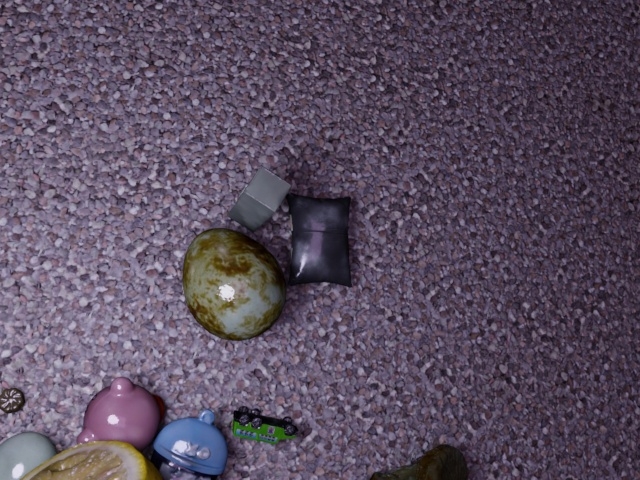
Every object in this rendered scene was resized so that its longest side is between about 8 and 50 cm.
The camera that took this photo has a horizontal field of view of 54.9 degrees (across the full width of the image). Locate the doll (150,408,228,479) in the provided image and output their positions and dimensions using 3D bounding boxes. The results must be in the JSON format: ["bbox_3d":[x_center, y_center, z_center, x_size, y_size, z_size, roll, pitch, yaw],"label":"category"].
[{"bbox_3d":[-0.318,0.538,1.413,0.177,0.141,0.314,24,80,-16],"label":"doll"}]

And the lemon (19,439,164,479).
[{"bbox_3d":[-0.438,0.605,1.206,0.364,0.364,0.364,3,79,-14],"label":"lemon"}]

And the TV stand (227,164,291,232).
[{"bbox_3d":[-0.156,-0.096,1.508,0.088,0.269,0.083,33,72,-10],"label":"TV stand"}]

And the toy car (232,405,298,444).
[{"bbox_3d":[-0.138,0.459,1.515,0.165,0.071,0.062,16,91,-12],"label":"toy car"}]

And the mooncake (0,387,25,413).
[{"bbox_3d":[-0.763,0.225,1.404,0.347,0.057,0.150,51,59,-8],"label":"mooncake"}]

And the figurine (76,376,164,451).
[{"bbox_3d":[-0.450,0.405,1.388,0.173,0.173,0.173,3,79,-14],"label":"figurine"}]

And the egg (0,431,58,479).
[{"bbox_3d":[-0.646,0.510,1.325,0.149,0.149,0.192,18,82,-11],"label":"egg"}]

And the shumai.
[{"bbox_3d":[0.250,0.629,1.568,0.272,0.203,0.222,12,76,-49],"label":"shumai"}]

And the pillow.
[{"bbox_3d":[0.000,0.000,1.618,0.186,0.106,0.250,1,82,-22],"label":"pillow"}]

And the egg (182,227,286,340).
[{"bbox_3d":[-0.212,0.100,1.478,0.238,0.238,0.289,-27,64,-18],"label":"egg"}]
